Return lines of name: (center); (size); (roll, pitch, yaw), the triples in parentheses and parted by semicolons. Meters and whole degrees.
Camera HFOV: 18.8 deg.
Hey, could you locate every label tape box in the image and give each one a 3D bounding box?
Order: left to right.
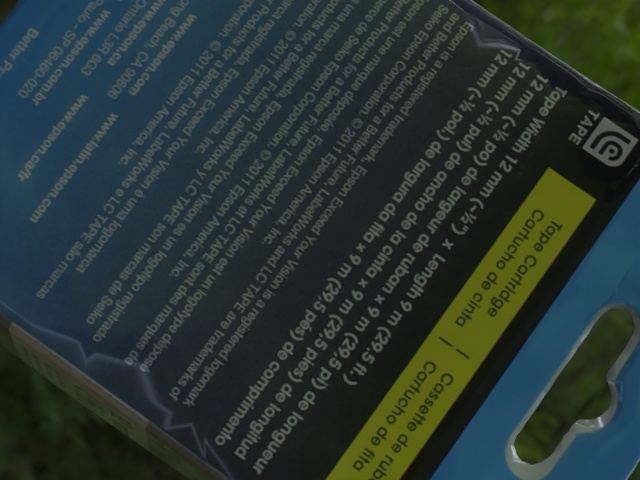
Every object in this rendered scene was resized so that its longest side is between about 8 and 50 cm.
label tape box: (0.000, 0.000, 0.903); (0.348, 0.249, 0.115); (35, -13, 4)
